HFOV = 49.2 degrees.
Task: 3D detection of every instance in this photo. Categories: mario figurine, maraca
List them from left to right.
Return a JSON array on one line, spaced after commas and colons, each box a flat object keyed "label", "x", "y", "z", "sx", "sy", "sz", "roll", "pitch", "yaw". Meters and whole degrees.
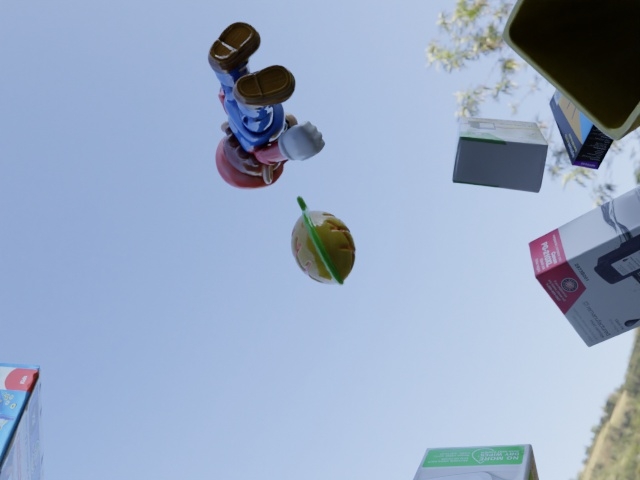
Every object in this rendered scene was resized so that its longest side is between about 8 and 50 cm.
[{"label": "mario figurine", "x": -0.080, "y": -0.198, "z": 1.063, "sx": 0.320, "sy": 0.170, "sz": 0.198, "roll": 100, "pitch": 171, "yaw": -71}, {"label": "maraca", "x": 0.000, "y": 0.000, "z": 1.130, "sx": 0.099, "sy": 0.185, "sz": 0.127, "roll": -25, "pitch": -54, "yaw": 2}]

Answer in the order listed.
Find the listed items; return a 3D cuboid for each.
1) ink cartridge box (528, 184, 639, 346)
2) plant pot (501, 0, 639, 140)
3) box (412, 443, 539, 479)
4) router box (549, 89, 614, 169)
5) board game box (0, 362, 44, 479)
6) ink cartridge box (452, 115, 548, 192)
[{"label": "ink cartridge box", "x": 0.466, "y": 0.032, "z": 1.054, "sx": 0.172, "sy": 0.237, "sz": 0.100, "roll": 48, "pitch": -151, "yaw": -22}, {"label": "plant pot", "x": 0.152, "y": -0.110, "z": 0.318, "sx": 0.083, "sy": 0.081, "sz": 0.081, "roll": -23, "pitch": -28, "yaw": -28}, {"label": "box", "x": 0.163, "y": 0.370, "z": 0.675, "sx": 0.231, "sy": 0.127, "sz": 0.261, "roll": -33, "pitch": -69, "yaw": -65}, {"label": "router box", "x": 0.400, "y": -0.210, "z": 1.035, "sx": 0.178, "sy": 0.046, "sz": 0.133, "roll": -84, "pitch": 6, "yaw": -50}, {"label": "board game box", "x": -0.337, "y": 0.326, "z": 0.642, "sx": 0.302, "sy": 0.086, "sz": 0.308, "roll": -98, "pitch": 17, "yaw": -61}, {"label": "ink cartridge box", "x": 0.329, "y": -0.166, "z": 1.303, "sx": 0.212, "sy": 0.154, "sz": 0.093, "roll": -57, "pitch": -27, "yaw": -68}]
